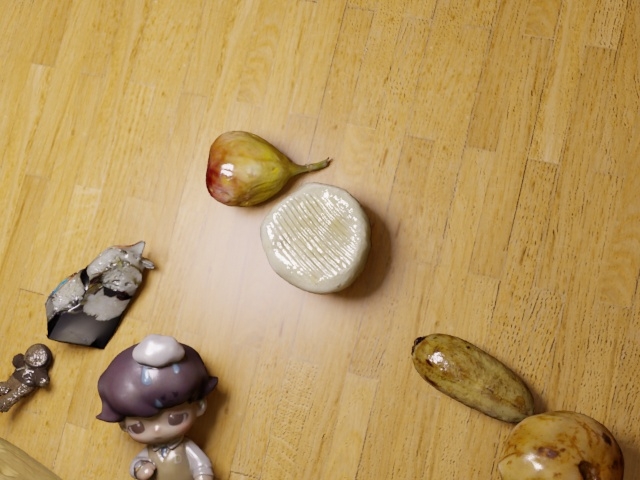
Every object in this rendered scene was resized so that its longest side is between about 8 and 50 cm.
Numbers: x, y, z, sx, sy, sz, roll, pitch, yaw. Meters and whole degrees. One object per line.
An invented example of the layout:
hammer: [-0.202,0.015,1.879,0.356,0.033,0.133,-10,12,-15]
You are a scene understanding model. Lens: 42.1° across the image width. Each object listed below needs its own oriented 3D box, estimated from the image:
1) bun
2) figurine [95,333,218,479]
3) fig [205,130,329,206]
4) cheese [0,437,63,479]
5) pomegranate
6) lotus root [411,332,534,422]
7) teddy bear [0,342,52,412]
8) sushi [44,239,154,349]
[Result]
bun: [0.000,0.000,1.645,0.231,0.133,0.230,-2,75,9]
figurine: [-0.317,0.369,1.620,0.218,0.206,0.364,-10,82,24]
fig: [-0.108,-0.151,1.700,0.257,0.159,0.159,-6,81,-10]
cheese: [-0.593,0.508,1.581,0.384,0.384,0.104,31,84,13]
pomegranate: [0.424,0.411,1.483,0.216,0.215,0.215,-1,82,11]
lotus root: [0.289,0.258,1.577,0.259,0.097,0.110,28,86,9]
teddy bear: [-0.627,0.293,1.761,0.119,0.078,0.160,31,71,35]
sushi: [-0.463,0.086,1.738,0.272,0.134,0.109,-56,45,9]
